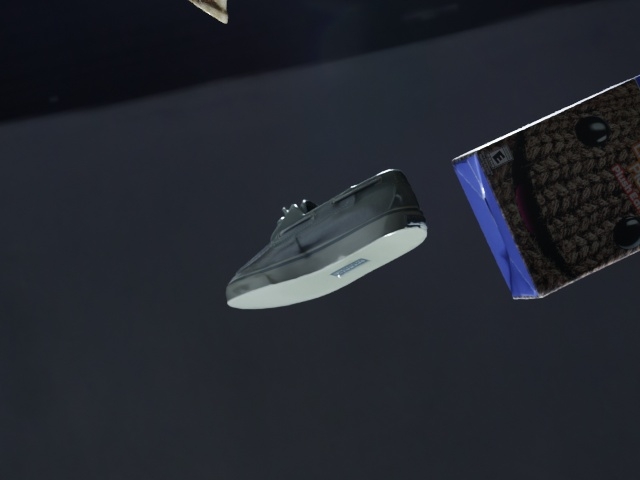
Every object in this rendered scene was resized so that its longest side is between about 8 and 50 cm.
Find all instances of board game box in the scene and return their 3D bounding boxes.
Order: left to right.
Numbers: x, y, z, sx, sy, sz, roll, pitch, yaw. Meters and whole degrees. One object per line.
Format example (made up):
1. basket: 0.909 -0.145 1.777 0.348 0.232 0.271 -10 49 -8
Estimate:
1. board game box: 0.380 -0.077 1.922 0.232 0.291 0.141 65 -9 -1

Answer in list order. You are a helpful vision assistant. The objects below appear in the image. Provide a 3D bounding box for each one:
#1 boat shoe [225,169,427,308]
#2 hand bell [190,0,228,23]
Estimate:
1. boat shoe: 0.000 0.000 1.259 0.079 0.227 0.081 18 53 -52
2. hand bell: -0.105 -0.416 1.701 0.126 0.242 0.126 35 8 -6
